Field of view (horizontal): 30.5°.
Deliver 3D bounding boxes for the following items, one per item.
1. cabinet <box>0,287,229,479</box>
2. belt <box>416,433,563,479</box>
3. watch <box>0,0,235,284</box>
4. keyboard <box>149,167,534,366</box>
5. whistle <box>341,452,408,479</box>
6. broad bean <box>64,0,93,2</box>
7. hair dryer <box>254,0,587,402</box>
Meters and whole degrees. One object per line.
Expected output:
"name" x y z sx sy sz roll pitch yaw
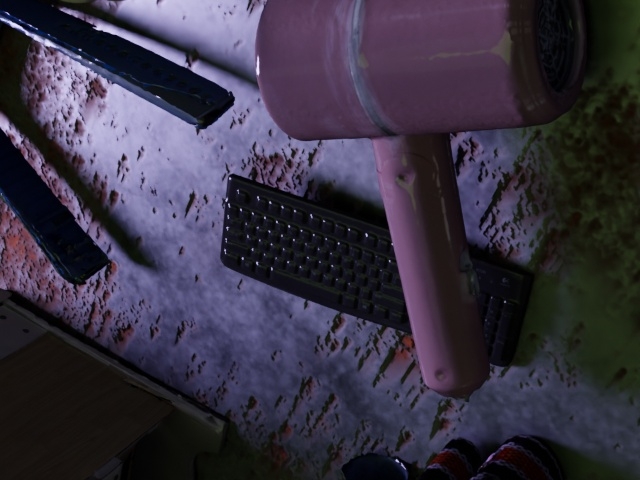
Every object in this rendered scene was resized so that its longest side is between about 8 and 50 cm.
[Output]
"cabinet" -0.306 0.254 1.171 0.318 0.290 0.227 26 120 18
"belt" 0.201 0.330 0.991 0.126 0.094 0.359 -28 95 38
"watch" -0.242 -0.134 1.075 0.274 0.068 0.276 51 129 7
"keyboard" -0.007 0.005 1.007 0.381 0.041 0.103 22 121 24
"whistle" 0.042 0.342 1.124 0.062 0.062 0.304 18 121 26
"broad bean" -0.207 -0.299 0.988 0.153 0.072 0.207 -12 93 35
"hair dryer" 0.097 -0.034 0.871 0.210 0.125 0.352 0 115 32
